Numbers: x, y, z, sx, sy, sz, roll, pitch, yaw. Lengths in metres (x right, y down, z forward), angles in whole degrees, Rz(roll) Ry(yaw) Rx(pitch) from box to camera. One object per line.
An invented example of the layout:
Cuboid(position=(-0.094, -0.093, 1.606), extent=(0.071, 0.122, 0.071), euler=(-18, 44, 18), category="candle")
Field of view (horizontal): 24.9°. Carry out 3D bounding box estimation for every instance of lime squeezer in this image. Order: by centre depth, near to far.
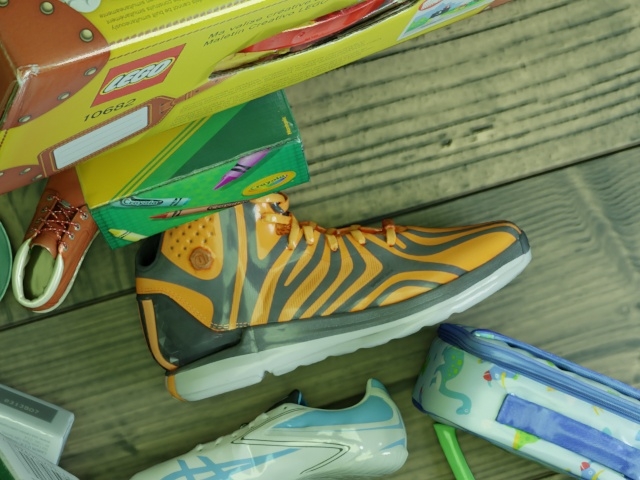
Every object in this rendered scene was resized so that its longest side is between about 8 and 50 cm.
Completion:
Cuboid(position=(0.130, 0.316, 1.214), extent=(0.110, 0.059, 0.310), euler=(8, 91, -3), category="lime squeezer")

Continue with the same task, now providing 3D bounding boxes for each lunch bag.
Cuboid(position=(0.188, 0.140, 1.154), extent=(0.219, 0.176, 0.090), euler=(23, 90, -2), category="lunch bag")

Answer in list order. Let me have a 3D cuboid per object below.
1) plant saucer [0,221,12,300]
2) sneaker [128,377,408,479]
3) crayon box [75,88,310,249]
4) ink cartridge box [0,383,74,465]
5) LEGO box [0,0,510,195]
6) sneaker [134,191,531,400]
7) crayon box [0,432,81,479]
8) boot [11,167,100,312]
Cuboid(position=(-0.315, 0.017, 1.207), extent=(0.119, 0.021, 0.119), euler=(0, 91, -3), category="plant saucer")
Cuboid(position=(-0.047, 0.175, 1.199), extent=(0.237, 0.085, 0.086), euler=(-14, 65, 1), category="sneaker")
Cuboid(position=(-0.131, -0.150, 1.133), extent=(0.165, 0.081, 0.278), euler=(-20, 67, -3), category="crayon box")
Cuboid(position=(-0.330, 0.216, 1.206), extent=(0.189, 0.066, 0.232), euler=(21, 111, -3), category="ink cartridge box")
Cuboid(position=(-0.085, -0.298, 1.004), extent=(0.500, 0.193, 0.372), euler=(-25, 81, -29), category="LEGO box")
Cuboid(position=(0.000, 0.000, 1.170), extent=(0.321, 0.124, 0.180), euler=(-18, 92, -2), category="sneaker")
Cuboid(position=(-0.143, 0.292, 1.047), extent=(0.083, 0.203, 0.323), euler=(-46, 49, -2), category="crayon box")
Cuboid(position=(-0.208, -0.015, 1.182), extent=(0.059, 0.084, 0.158), euler=(19, 88, -1), category="boot")
